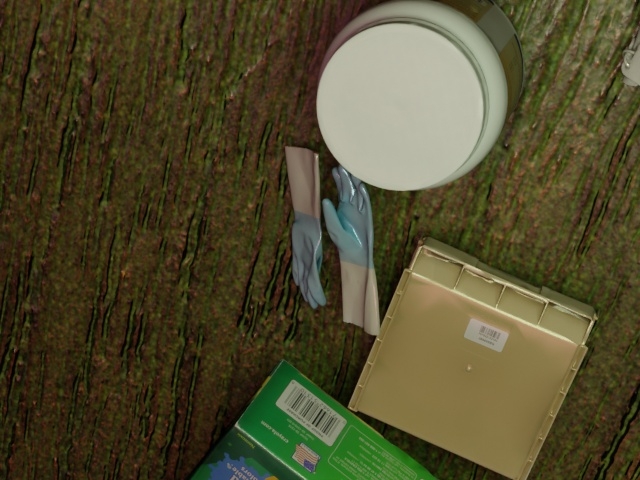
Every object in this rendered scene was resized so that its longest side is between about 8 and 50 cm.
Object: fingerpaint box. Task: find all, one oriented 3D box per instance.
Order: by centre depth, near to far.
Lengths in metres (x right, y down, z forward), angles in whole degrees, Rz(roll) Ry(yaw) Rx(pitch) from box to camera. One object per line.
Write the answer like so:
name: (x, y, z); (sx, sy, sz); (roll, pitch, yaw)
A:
fingerpaint box: (0.008, 0.441, 1.999); (0.445, 0.163, 0.371); (38, 131, 0)

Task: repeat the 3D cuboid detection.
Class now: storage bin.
storage bin: (0.207, 0.153, 1.947); (0.262, 0.123, 0.260); (24, 110, 7)

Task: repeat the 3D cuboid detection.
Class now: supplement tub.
supplement tub: (0.123, -0.190, 1.763); (0.228, 0.316, 0.228); (4, 106, 13)

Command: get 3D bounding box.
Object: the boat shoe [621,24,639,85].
boat shoe: (0.417, -0.215, 1.802); (0.084, 0.095, 0.258); (-10, 101, 15)

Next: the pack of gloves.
pack of gloves: (0.000, 0.000, 1.933); (0.195, 0.046, 0.232); (18, 117, 53)
